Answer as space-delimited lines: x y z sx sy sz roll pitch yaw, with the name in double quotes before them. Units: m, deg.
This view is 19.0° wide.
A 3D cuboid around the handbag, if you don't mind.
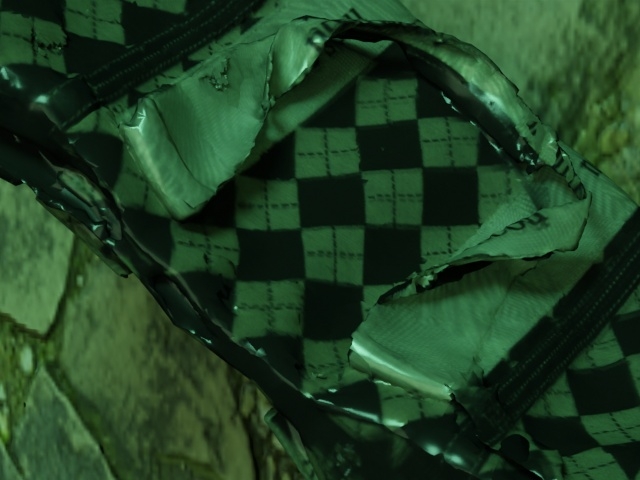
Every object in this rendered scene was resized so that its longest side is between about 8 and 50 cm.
"handbag" 0.000 0.000 0.951 0.416 0.317 0.180 42 119 7
